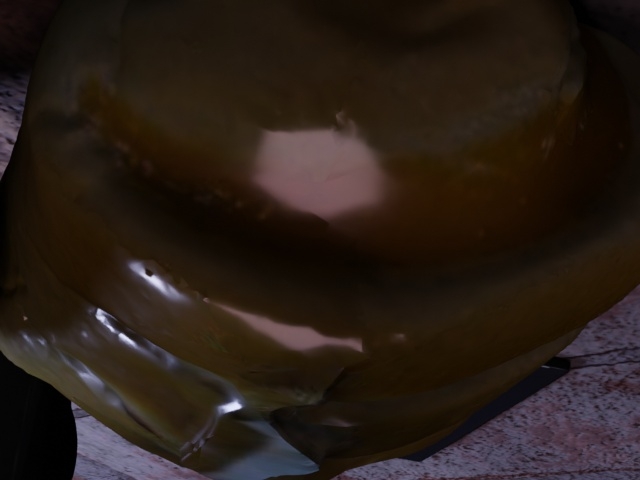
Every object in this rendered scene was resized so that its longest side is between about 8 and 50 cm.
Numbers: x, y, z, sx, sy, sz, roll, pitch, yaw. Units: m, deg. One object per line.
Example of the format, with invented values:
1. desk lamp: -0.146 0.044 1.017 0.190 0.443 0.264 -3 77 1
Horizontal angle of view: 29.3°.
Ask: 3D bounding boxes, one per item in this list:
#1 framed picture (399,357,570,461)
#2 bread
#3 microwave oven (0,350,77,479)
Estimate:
1. framed picture: 0.039 0.139 1.093 0.244 0.013 0.324 12 153 -15
2. bread: 0.000 0.000 0.585 0.301 0.210 0.341 13 153 -21
3. microwave oven: -0.284 0.160 0.930 0.188 0.247 0.178 10 157 -7
